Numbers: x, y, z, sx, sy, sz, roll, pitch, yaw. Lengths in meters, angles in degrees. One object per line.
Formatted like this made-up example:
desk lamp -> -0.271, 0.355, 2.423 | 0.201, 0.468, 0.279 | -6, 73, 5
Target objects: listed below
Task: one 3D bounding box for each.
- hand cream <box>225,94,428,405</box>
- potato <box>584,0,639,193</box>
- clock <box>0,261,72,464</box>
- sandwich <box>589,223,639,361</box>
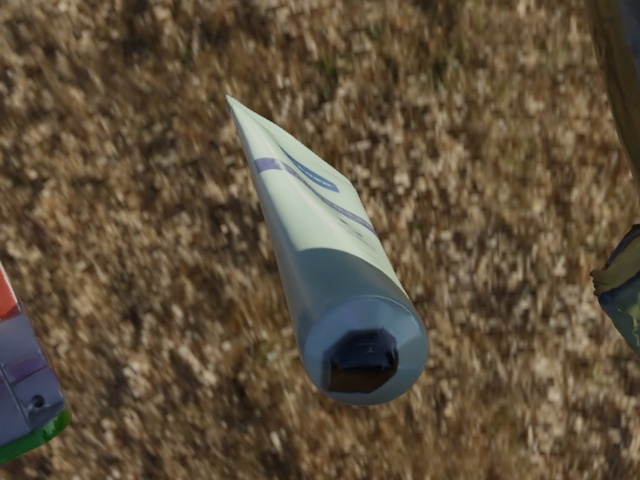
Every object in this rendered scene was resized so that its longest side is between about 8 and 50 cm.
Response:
hand cream -> 0.000, 0.000, 1.115 | 0.109, 0.320, 0.067 | 34, 104, -22
potato -> 0.211, -0.106, 0.878 | 0.192, 0.141, 0.296 | -7, 91, -37
clock -> -0.333, 0.021, 1.193 | 0.235, 0.166, 0.309 | -25, 109, -9
sandwich -> 0.233, 0.023, 0.527 | 0.245, 0.063, 0.212 | -33, 104, 13
